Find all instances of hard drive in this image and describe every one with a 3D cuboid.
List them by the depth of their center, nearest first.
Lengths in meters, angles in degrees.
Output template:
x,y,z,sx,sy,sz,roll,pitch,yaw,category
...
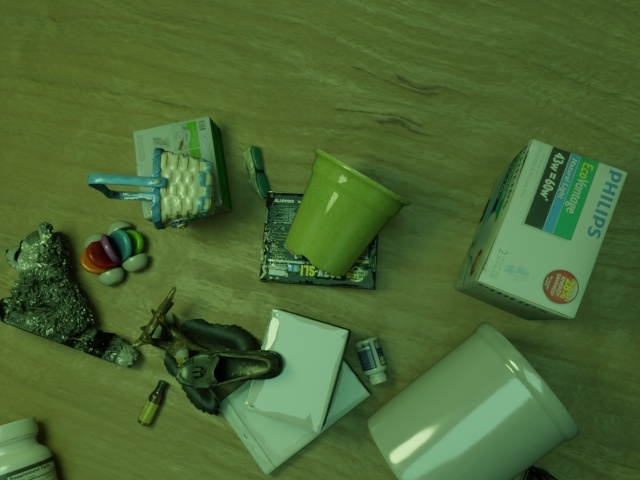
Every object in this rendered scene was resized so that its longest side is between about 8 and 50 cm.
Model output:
x,y,z,sx,sy,sz,roll,pitch,yaw,category
-0.073,0.432,1.565,0.353,0.047,0.233,-38,80,-1,hard drive

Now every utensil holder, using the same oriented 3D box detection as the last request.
x,y,z,sx,sy,sz,roll,pitch,yaw,category
0.353,0.442,1.389,0.385,0.327,0.327,-38,80,2,utensil holder

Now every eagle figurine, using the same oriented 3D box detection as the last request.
x,y,z,sx,sy,sz,roll,pitch,yaw,category
-0.349,0.306,1.561,0.298,0.225,0.226,36,129,-18,eagle figurine

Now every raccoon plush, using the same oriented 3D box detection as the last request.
x,y,z,sx,sy,sz,roll,pitch,yaw,category
-0.690,0.148,1.639,0.446,0.216,0.299,27,70,-19,raccoon plush

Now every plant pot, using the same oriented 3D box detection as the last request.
x,y,z,sx,sy,sz,roll,pitch,yaw,category
0.044,-0.057,1.459,0.276,0.276,0.253,32,98,9,plant pot

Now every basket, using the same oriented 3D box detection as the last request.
x,y,z,sx,sy,sz,roll,pitch,yaw,category
-0.413,-0.129,1.451,0.289,0.255,0.201,5,87,-6,basket

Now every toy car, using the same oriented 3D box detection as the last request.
x,y,z,sx,sy,sz,roll,pitch,yaw,category
-0.594,0.031,1.628,0.182,0.136,0.159,-29,80,1,toy car

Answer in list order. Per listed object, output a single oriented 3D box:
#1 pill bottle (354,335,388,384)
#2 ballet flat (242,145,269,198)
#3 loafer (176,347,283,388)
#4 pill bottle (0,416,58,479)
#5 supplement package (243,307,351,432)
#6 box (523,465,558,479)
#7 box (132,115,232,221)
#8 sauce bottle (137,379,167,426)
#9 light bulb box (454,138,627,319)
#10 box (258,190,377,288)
x,y,z,sx,sy,sz,roll,pitch,yaw,category
0.140,0.324,1.549,0.067,0.067,0.120,-18,80,3,pill bottle
-0.190,-0.193,1.672,0.052,0.057,0.168,-20,75,31,ballet flat
-0.229,0.307,1.393,0.268,0.084,0.096,-9,79,9,loafer
-0.808,0.673,1.521,0.210,0.210,0.362,-19,80,3,pill bottle
-0.053,0.329,1.481,0.204,0.145,0.261,15,84,8,supplement package
0.524,0.683,1.404,0.051,0.175,0.220,19,84,5,box
-0.395,-0.196,1.647,0.231,0.127,0.261,-11,81,5,box
-0.466,0.453,1.604,0.042,0.042,0.128,24,82,9,sauce bottle
0.516,-0.006,1.411,0.225,0.361,0.357,22,84,8,light bulb box
0.000,0.000,1.606,0.322,0.079,0.257,3,84,6,box
